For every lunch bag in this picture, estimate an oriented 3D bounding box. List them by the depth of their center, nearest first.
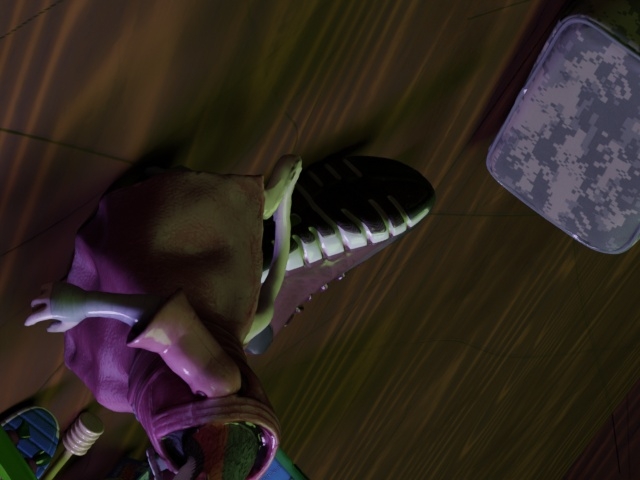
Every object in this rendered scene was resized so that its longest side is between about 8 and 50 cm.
[{"bbox_3d":[0.360,-0.175,1.995,0.256,0.213,0.305,-49,168,-39],"label":"lunch bag"}]

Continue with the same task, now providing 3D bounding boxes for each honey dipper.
[{"bbox_3d":[-0.280,0.239,1.863,0.160,0.030,0.030,-48,160,26],"label":"honey dipper"}]

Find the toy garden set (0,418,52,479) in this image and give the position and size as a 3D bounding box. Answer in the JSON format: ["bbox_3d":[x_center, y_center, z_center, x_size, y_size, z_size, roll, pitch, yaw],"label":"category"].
[{"bbox_3d":[-0.294,0.160,1.443,0.049,0.203,0.244,-29,166,-31],"label":"toy garden set"}]

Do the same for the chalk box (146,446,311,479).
[{"bbox_3d":[-0.114,0.328,2.130,0.180,0.179,0.289,-36,160,-19],"label":"chalk box"}]

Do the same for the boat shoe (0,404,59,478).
[{"bbox_3d":[-0.324,0.232,1.709,0.183,0.066,0.066,-50,-166,-21],"label":"boat shoe"}]

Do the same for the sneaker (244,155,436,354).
[{"bbox_3d":[-0.019,0.022,1.789,0.281,0.106,0.162,-20,144,-27],"label":"sneaker"}]

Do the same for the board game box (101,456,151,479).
[{"bbox_3d":[-0.235,0.350,1.965,0.136,0.035,0.201,-44,147,-81],"label":"board game box"}]

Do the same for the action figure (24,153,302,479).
[{"bbox_3d":[-0.100,0.118,1.446,0.276,0.370,0.248,-8,126,-17],"label":"action figure"}]
